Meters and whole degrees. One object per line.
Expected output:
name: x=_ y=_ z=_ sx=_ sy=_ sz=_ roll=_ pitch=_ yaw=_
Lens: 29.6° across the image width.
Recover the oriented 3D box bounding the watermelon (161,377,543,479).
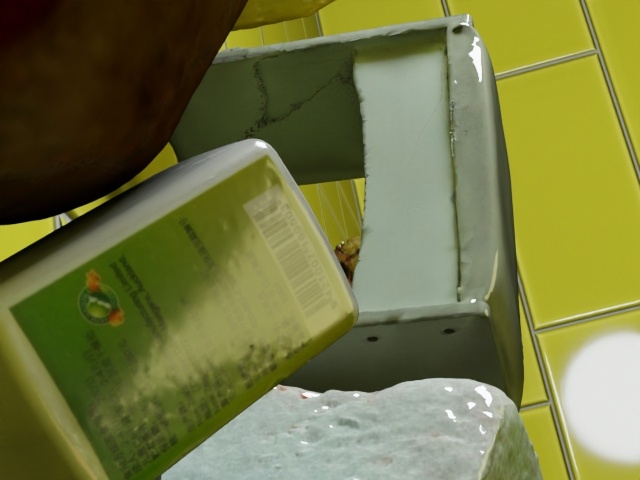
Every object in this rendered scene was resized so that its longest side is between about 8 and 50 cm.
watermelon: x=0.027 y=0.187 z=0.676 sx=0.387 sy=0.258 sz=0.228 roll=40 pitch=19 yaw=-3

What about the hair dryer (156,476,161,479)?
hair dryer: x=-0.150 y=0.089 z=0.518 sx=0.195 sy=0.078 sz=0.248 roll=-96 pitch=159 yaw=-48

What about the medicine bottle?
medicine bottle: x=-0.097 y=0.048 z=0.435 sx=0.132 sy=0.188 sz=0.088 roll=-15 pitch=-74 yaw=54

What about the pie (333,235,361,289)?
pie: x=0.060 y=0.215 z=1.388 sx=0.395 sy=0.180 sz=0.418 roll=-135 pitch=-150 yaw=-64

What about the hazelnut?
hazelnut: x=-0.140 y=-0.109 z=0.442 sx=0.229 sy=0.229 sz=0.229 roll=-14 pitch=90 yaw=-83

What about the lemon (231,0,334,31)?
lemon: x=-0.050 y=-0.357 z=1.040 sx=0.364 sy=0.364 sz=0.364 roll=-14 pitch=90 yaw=-83

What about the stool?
stool: x=0.000 y=0.000 z=0.863 sx=0.170 sy=0.269 sz=0.244 roll=66 pitch=21 yaw=-53
